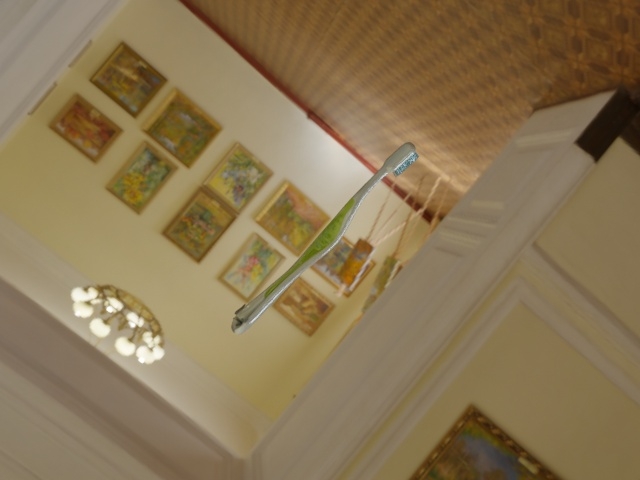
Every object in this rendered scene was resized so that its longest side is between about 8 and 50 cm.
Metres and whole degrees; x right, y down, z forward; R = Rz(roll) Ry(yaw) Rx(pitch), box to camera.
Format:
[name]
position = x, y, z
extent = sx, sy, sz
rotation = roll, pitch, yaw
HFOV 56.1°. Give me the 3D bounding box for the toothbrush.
[toothbrush]
position = 0.000, 0.000, 0.602
extent = 0.022, 0.263, 0.026
rotation = 50, -173, 38
